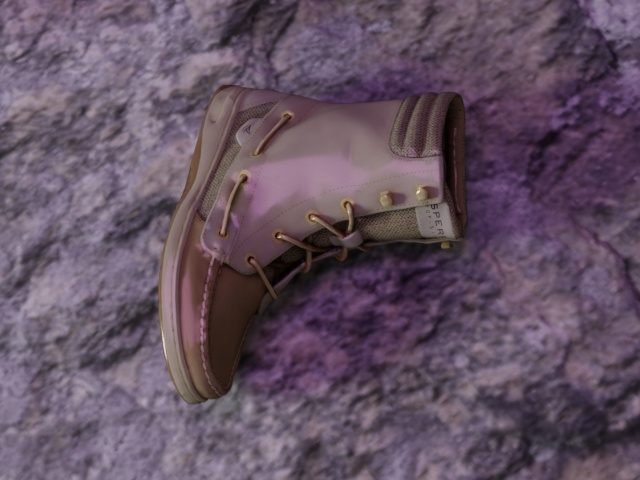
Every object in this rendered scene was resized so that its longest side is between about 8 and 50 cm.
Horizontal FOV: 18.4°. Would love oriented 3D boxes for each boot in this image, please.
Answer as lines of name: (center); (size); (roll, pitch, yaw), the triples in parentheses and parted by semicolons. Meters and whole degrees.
boot: (0.000, 0.000, 1.434); (0.203, 0.095, 0.262); (1, 56, 17)
